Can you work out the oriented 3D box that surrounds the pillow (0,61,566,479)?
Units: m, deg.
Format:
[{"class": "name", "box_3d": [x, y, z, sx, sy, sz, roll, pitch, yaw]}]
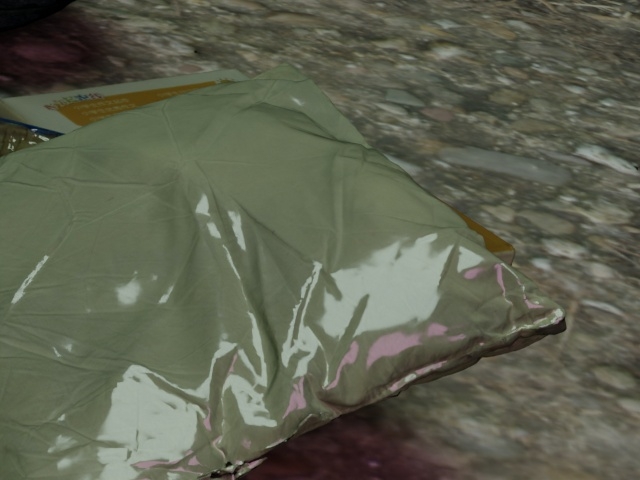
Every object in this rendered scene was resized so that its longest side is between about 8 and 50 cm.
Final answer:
[{"class": "pillow", "box_3d": [-0.073, 0.014, 0.738, 0.281, 0.076, 0.274, -23, 40, -19]}]

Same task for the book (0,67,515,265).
[{"class": "book", "box_3d": [-0.046, -0.040, 0.985, 0.208, 0.020, 0.295, -13, 37, -40]}]

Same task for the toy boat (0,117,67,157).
[{"class": "toy boat", "box_3d": [-0.264, -0.063, 0.911, 0.229, 0.046, 0.080, 10, 28, -3]}]

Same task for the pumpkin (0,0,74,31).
[{"class": "pumpkin", "box_3d": [-0.267, -0.329, 1.085, 0.363, 0.363, 0.266, 31, 39, 33]}]
